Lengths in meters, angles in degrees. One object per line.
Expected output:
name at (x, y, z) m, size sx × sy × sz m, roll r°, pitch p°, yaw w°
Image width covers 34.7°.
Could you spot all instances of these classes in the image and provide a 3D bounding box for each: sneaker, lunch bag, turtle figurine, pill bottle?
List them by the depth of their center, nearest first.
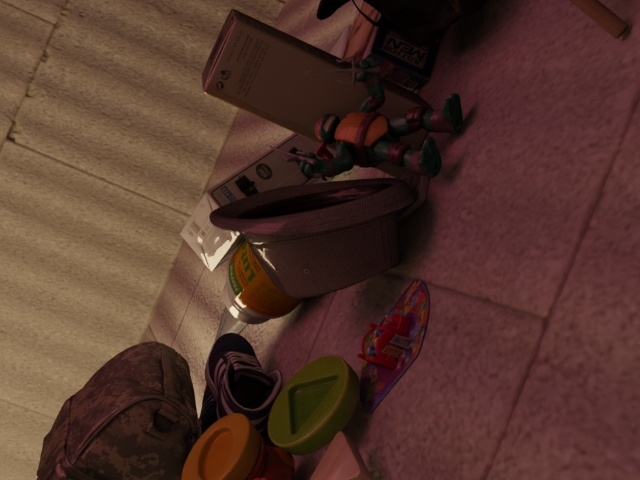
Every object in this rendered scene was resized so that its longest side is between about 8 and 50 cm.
turtle figurine at (0.058, -0.147, 1.327) m, size 0.234 × 0.118 × 0.175 m, roll 10°, pitch 78°, yaw 32°
lunch bag at (-0.295, 0.309, 1.600) m, size 0.256 × 0.213 × 0.305 m, roll -59°, pitch 15°, yaw 6°
sneaker at (-0.122, 0.213, 1.613) m, size 0.282 × 0.099 × 0.153 m, roll -98°, pitch 20°, yaw -52°
pill bottle at (-0.072, 0.045, 1.655) m, size 0.245 × 0.136 × 0.136 m, roll -48°, pitch 24°, yaw 54°
sneaker at (-0.169, 0.313, 1.744) m, size 0.090 × 0.081 × 0.232 m, roll 104°, pitch 176°, yaw -50°

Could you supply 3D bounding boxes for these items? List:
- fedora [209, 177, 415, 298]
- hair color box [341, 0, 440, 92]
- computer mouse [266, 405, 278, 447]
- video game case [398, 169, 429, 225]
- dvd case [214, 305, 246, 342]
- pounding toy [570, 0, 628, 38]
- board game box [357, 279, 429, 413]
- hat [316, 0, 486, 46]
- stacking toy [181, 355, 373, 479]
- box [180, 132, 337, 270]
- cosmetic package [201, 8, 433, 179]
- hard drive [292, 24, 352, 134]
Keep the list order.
fedora at (0.000, 0.000, 1.332) m, size 0.275 × 0.244 × 0.124 m, roll -4°, pitch 103°, yaw 36°
hair color box at (0.133, -0.385, 1.643) m, size 0.174 × 0.105 × 0.347 m, roll -39°, pitch 32°, yaw 63°
computer mouse at (-0.039, 0.249, 1.406) m, size 0.193 × 0.042 × 0.106 m, roll -49°, pitch 22°, yaw 52°
video game case at (0.114, -0.060, 1.387) m, size 0.122 × 0.011 × 0.087 m, roll -48°, pitch 23°, yaw 53°
dvd case at (-0.151, 0.107, 2.095) m, size 0.253 × 0.022 × 0.180 m, roll -47°, pitch 24°, yaw 55°
pounding toy at (0.280, -0.339, 0.960) m, size 0.110 × 0.183 × 0.237 m, roll -42°, pitch -17°, yaw -56°
board game box at (0.073, 0.118, 1.214) m, size 0.168 × 0.033 × 0.133 m, roll -56°, pitch 18°, yaw 36°
hat at (0.146, -0.344, 1.391) m, size 0.331 × 0.134 × 0.331 m, roll -32°, pitch 6°, yaw 4°
stacking toy at (-0.024, 0.305, 1.225) m, size 0.279 × 0.130 × 0.309 m, roll -39°, pitch 26°, yaw 14°
box at (-0.086, -0.085, 1.731) m, size 0.290 × 0.087 × 0.169 m, roll -38°, pitch -5°, yaw -34°
cosmetic package at (-0.006, -0.211, 1.460) m, size 0.113 × 0.309 × 0.160 m, roll -63°, pitch 13°, yaw 14°
hard drive at (-0.003, -0.234, 2.031) m, size 0.233 × 0.047 × 0.353 m, roll -50°, pitch 21°, yaw 49°
